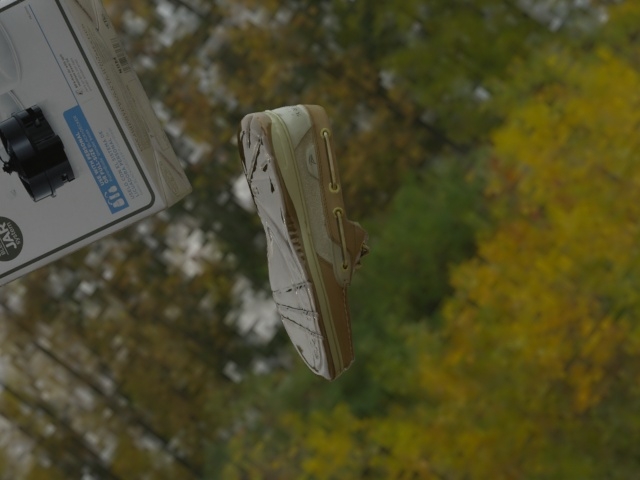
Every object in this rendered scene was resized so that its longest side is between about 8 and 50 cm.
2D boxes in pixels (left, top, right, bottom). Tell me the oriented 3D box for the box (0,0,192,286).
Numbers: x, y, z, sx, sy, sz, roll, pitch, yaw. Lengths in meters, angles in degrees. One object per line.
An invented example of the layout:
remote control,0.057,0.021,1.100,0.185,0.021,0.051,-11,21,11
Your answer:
box,-0.251,-0.039,1.249,0.290,0.169,0.087,-24,6,11

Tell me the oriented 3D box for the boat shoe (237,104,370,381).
boat shoe,0.000,0.000,0.916,0.045,0.135,0.050,-20,16,-25
